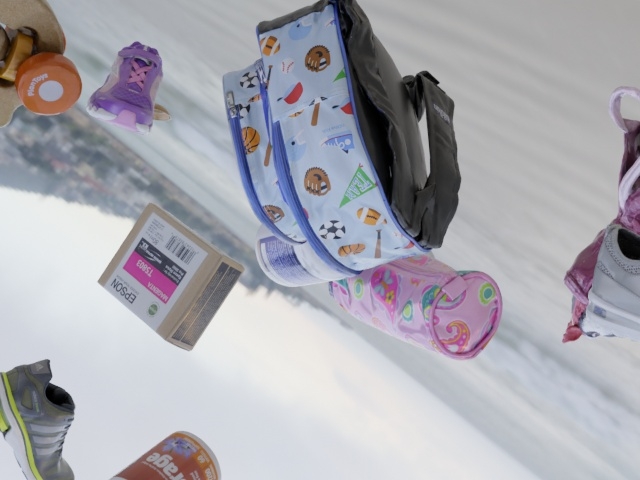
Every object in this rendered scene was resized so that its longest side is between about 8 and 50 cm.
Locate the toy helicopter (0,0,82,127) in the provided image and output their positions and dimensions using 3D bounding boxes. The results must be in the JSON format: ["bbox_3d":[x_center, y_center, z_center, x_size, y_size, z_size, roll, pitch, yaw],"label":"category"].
[{"bbox_3d":[-0.504,-0.215,1.246,0.235,0.355,0.140,52,-172,-49],"label":"toy helicopter"}]

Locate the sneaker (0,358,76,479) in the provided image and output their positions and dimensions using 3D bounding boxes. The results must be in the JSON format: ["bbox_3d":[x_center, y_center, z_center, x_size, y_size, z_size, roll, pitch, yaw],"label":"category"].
[{"bbox_3d":[-0.462,0.320,1.622,0.111,0.121,0.300,53,161,45],"label":"sneaker"}]

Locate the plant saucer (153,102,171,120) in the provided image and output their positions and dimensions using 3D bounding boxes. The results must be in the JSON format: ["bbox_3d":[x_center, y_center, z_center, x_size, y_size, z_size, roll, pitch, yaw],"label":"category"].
[{"bbox_3d":[-0.314,-0.240,1.769,0.083,0.015,0.083,10,171,2],"label":"plant saucer"}]

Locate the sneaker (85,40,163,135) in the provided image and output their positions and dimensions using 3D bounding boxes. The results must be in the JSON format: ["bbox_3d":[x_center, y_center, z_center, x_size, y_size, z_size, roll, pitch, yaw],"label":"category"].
[{"bbox_3d":[-0.269,-0.226,1.377,0.095,0.105,0.236,23,-161,-16],"label":"sneaker"}]

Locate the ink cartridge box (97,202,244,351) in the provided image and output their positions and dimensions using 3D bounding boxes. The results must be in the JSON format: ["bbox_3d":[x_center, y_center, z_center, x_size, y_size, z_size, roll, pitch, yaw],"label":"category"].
[{"bbox_3d":[-0.288,0.067,1.836,0.234,0.193,0.088,33,179,34],"label":"ink cartridge box"}]

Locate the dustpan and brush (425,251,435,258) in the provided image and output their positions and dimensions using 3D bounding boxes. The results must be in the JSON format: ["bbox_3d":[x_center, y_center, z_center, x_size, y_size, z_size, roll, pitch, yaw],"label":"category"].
[{"bbox_3d":[0.130,0.018,1.581,0.147,0.211,0.060,-15,146,30],"label":"dustpan and brush"}]

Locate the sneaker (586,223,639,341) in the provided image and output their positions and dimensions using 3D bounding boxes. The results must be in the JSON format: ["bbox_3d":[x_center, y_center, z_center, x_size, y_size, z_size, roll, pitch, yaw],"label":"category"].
[{"bbox_3d":[0.365,0.047,0.891,0.105,0.115,0.281,-14,-164,-39],"label":"sneaker"}]

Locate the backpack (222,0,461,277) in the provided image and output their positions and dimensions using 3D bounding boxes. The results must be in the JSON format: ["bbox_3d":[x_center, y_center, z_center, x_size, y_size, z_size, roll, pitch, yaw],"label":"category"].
[{"bbox_3d":[0.024,-0.096,1.035,0.276,0.213,0.264,30,-141,-55],"label":"backpack"}]

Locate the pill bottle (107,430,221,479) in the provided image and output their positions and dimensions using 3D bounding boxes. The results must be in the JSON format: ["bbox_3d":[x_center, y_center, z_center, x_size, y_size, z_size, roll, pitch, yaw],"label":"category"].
[{"bbox_3d":[-0.263,0.396,1.481,0.121,0.121,0.216,37,-140,18],"label":"pill bottle"}]

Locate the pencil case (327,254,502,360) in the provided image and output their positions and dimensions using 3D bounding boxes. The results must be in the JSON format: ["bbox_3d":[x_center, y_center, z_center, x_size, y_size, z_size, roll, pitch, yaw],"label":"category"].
[{"bbox_3d":[0.120,0.071,1.302,0.124,0.124,0.284,40,172,-28],"label":"pencil case"}]

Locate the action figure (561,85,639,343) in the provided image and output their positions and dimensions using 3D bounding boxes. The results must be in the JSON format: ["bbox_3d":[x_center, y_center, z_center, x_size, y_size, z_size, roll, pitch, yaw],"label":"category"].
[{"bbox_3d":[0.466,0.007,1.423,0.275,0.370,0.248,31,-165,-23],"label":"action figure"}]

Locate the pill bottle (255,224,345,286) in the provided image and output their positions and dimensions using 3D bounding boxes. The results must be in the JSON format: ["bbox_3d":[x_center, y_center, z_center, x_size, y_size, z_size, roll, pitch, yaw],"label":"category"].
[{"bbox_3d":[0.000,0.000,1.266,0.112,0.112,0.186,39,158,-19],"label":"pill bottle"}]
